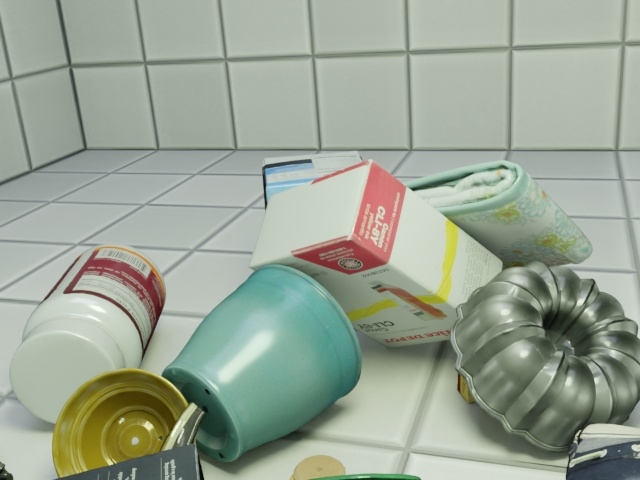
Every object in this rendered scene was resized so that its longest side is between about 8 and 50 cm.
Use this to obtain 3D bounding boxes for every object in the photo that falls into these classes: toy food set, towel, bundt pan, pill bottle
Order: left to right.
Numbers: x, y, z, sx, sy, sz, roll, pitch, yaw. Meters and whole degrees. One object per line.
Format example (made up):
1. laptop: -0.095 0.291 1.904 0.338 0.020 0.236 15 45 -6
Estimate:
1. pill bottle: -0.444 0.173 1.462 0.223 0.224 0.392 -4 20 1
2. toy food set: -0.002 0.360 1.148 0.082 0.020 0.083 5 22 23
3. towel: 0.289 -0.030 1.450 0.374 0.090 0.320 -7 -25 41
4. bundt pan: 0.384 0.167 1.206 0.330 0.124 0.331 10 48 -12

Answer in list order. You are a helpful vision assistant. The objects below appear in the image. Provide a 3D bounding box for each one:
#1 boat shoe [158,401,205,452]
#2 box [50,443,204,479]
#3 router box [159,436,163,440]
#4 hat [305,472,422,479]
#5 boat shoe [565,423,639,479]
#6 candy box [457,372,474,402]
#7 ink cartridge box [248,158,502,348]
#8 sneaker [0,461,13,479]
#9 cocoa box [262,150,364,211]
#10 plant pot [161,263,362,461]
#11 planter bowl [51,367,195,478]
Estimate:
1. boat shoe: -0.212 0.345 1.068 0.073 0.080 0.224 26 58 -2
2. box: -0.260 0.418 0.795 0.312 0.179 0.343 -11 20 -8
3. router box: -0.265 0.312 1.311 0.092 0.038 0.122 -16 22 -29
4. hat: 0.060 0.412 0.992 0.172 0.184 0.208 0 -22 -7
5. boat shoe: 0.477 0.324 0.961 0.340 0.127 0.158 -14 16 40
6. candy box: 0.340 0.218 1.336 0.186 0.109 0.053 -8 22 -11
7. ink cartridge box: 0.110 0.045 1.370 0.279 0.384 0.161 -17 50 46
8. sneaker: -0.528 0.361 1.172 0.130 0.087 0.227 -4 23 -2
9. cocoa box: 0.000 0.000 1.655 0.231 0.348 0.228 -6 21 -4
10. plant pot: -0.114 0.216 1.239 0.271 0.272 0.255 12 33 38
11. planter bowl: -0.299 0.315 1.171 0.217 0.217 0.090 -6 -16 -3
